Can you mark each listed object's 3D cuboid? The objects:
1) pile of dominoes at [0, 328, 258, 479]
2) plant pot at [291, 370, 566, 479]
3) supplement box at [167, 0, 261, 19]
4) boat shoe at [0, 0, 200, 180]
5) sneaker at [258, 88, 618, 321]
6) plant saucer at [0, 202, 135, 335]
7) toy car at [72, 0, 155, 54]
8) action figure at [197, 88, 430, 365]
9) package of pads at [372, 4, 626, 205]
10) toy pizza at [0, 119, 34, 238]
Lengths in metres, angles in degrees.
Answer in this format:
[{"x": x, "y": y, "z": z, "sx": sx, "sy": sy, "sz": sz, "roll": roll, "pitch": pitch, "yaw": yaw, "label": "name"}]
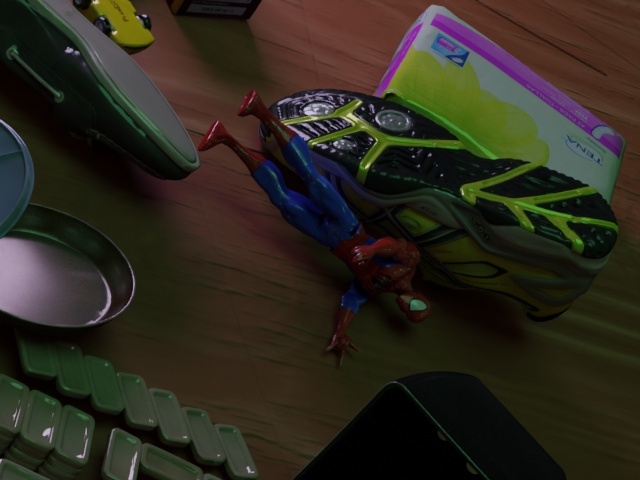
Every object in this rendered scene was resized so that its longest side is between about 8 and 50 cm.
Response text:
[{"x": -0.160, "y": 0.184, "z": 1.227, "sx": 0.251, "sy": 0.040, "sz": 0.196, "roll": 30, "pitch": 29, "yaw": -18, "label": "pile of dominoes"}, {"x": 0.103, "y": 0.218, "z": 1.288, "sx": 0.188, "sy": 0.187, "sz": 0.167, "roll": 47, "pitch": 29, "yaw": 11, "label": "plant pot"}, {"x": -0.137, "y": -0.343, "z": 1.702, "sx": 0.104, "sy": 0.081, "sz": 0.188, "roll": -1, "pitch": 54, "yaw": -38, "label": "supplement box"}, {"x": -0.252, "y": -0.167, "z": 1.457, "sx": 0.335, "sy": 0.095, "sz": 0.112, "roll": 48, "pitch": 15, "yaw": 4, "label": "boat shoe"}, {"x": 0.102, "y": -0.030, "z": 1.557, "sx": 0.385, "sy": 0.147, "sz": 0.145, "roll": 26, "pitch": 40, "yaw": 14, "label": "sneaker"}, {"x": -0.241, "y": 0.027, "z": 1.290, "sx": 0.168, "sy": 0.029, "sz": 0.168, "roll": 19, "pitch": 30, "yaw": -11, "label": "plant saucer"}, {"x": -0.278, "y": -0.291, "z": 1.568, "sx": 0.225, "sy": 0.053, "sz": 0.239, "roll": 18, "pitch": 43, "yaw": -23, "label": "toy car"}, {"x": 0.000, "y": 0.000, "z": 1.449, "sx": 0.280, "sy": 0.091, "sz": 0.139, "roll": 42, "pitch": 33, "yaw": -16, "label": "action figure"}, {"x": 0.196, "y": -0.109, "z": 1.719, "sx": 0.296, "sy": 0.101, "sz": 0.229, "roll": 34, "pitch": 39, "yaw": -5, "label": "package of pads"}, {"x": -0.338, "y": -0.042, "z": 1.263, "sx": 0.201, "sy": 0.032, "sz": 0.201, "roll": 2, "pitch": 48, "yaw": -2, "label": "toy pizza"}]
